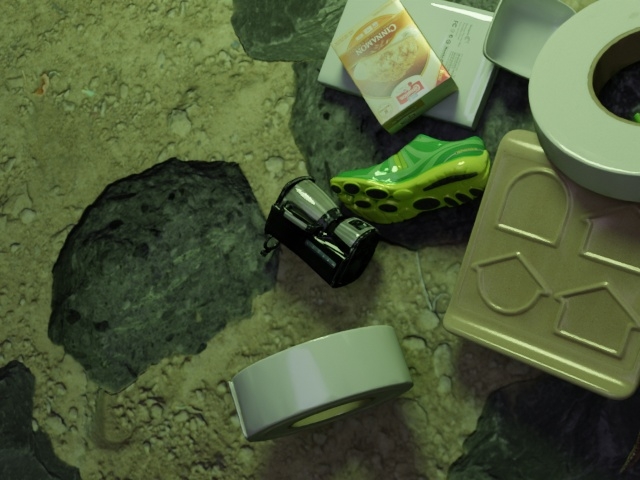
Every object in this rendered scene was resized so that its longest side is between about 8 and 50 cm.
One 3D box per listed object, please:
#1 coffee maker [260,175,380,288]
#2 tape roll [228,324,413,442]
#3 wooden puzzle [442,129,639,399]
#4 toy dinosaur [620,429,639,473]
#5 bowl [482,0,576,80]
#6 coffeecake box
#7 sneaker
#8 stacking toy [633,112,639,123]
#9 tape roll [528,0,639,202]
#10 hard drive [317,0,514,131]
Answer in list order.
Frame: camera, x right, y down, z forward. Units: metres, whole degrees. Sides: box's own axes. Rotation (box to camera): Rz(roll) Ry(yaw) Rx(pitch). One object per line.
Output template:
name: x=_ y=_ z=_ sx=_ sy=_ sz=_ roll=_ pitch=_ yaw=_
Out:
coffee maker: x=0.000 y=0.000 z=1.594 sx=0.178 sy=0.120 sz=0.171 roll=41 pitch=142 yaw=22
tape roll: x=0.001 y=0.232 z=1.452 sx=0.286 sy=0.286 sz=0.100 roll=-24 pitch=73 yaw=17
wooden puzzle: x=0.386 y=0.029 z=1.398 sx=0.322 sy=0.080 sz=0.348 roll=21 pitch=94 yaw=33
toy dinosaur: x=0.550 y=0.253 z=1.265 sx=0.295 sy=0.200 sz=0.127 roll=-18 pitch=75 yaw=20
bowl: x=0.345 y=-0.340 z=1.511 sx=0.142 sy=0.053 sz=0.142 roll=22 pitch=90 yaw=-8
coffeecake box: x=0.127 y=-0.301 z=1.564 sx=0.142 sy=0.068 sz=0.185 roll=-34 pitch=71 yaw=13
sneaker: x=0.157 y=-0.109 z=1.558 sx=0.295 sy=0.109 sz=0.123 roll=-8 pitch=42 yaw=30
stacking toy: x=0.487 y=-0.101 z=1.433 sx=0.221 sy=0.052 sz=0.167 roll=-29 pitch=71 yaw=15
tape roll: x=0.509 y=-0.231 z=1.354 sx=0.392 sy=0.072 sz=0.392 roll=-12 pitch=52 yaw=16
hard drive: x=0.167 y=-0.333 z=1.612 sx=0.307 sy=0.040 sz=0.203 roll=21 pitch=89 yaw=24
